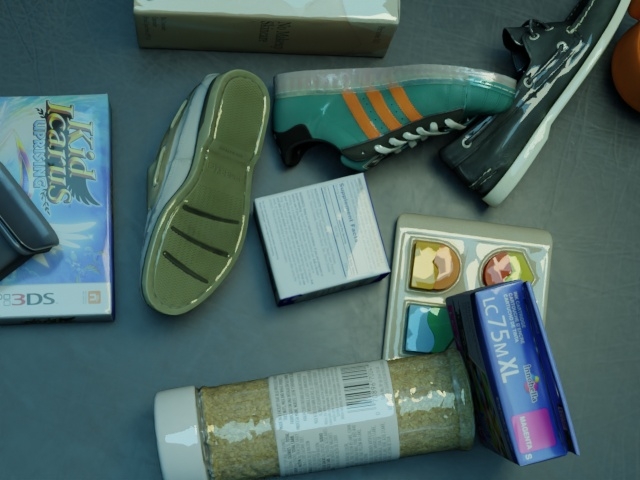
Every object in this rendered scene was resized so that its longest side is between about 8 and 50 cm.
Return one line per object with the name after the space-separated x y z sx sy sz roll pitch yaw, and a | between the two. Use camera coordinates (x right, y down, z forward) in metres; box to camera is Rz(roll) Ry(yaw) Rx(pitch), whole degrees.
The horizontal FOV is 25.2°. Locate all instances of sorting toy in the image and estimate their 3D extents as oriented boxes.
0.178 0.075 1.716 0.193 0.038 0.208 7 78 -3 | sorting toy

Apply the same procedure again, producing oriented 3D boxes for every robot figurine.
0.426 -0.217 1.698 0.128 0.219 0.158 8 82 -6 | robot figurine

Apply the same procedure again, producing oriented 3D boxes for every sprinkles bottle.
-0.007 0.205 1.623 0.355 0.121 0.121 -8 80 -2 | sprinkles bottle

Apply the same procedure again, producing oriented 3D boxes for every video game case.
-0.367 -0.036 1.683 0.244 0.061 0.270 -2 79 -6 | video game case

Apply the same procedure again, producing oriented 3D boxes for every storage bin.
-0.374 -0.018 1.607 0.091 0.098 0.135 -40 84 17 | storage bin

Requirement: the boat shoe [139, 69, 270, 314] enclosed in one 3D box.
-0.147 -0.053 1.681 0.113 0.103 0.302 30 71 -32 | boat shoe

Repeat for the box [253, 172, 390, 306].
0.000 0.000 1.699 0.137 0.072 0.126 -14 80 -6 | box

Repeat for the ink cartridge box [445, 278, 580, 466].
0.199 0.140 1.538 0.065 0.311 0.186 -14 87 -5 | ink cartridge box

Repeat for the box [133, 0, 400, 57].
-0.065 -0.302 1.716 0.311 0.148 0.121 2 80 -3 | box

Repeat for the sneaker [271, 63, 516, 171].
0.085 -0.142 1.691 0.302 0.108 0.121 0 89 24 | sneaker

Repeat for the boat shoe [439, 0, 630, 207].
0.258 -0.210 1.733 0.113 0.127 0.340 33 91 -2 | boat shoe
